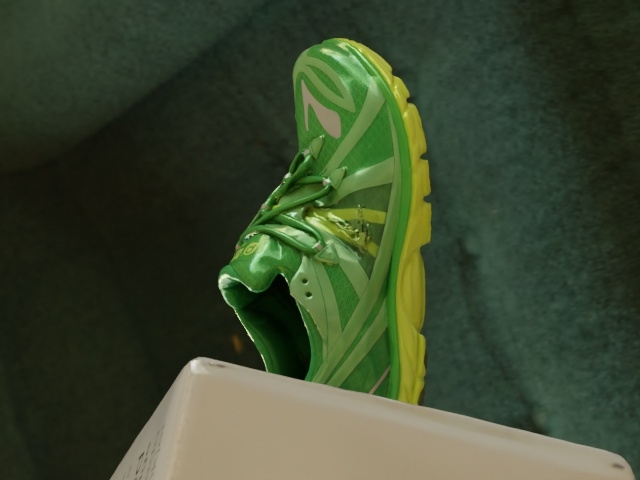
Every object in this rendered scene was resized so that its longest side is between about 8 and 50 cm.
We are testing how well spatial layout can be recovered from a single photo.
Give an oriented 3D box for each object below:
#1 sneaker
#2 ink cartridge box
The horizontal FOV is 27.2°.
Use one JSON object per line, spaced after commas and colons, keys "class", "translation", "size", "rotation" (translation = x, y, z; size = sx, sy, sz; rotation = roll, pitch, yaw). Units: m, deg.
{"class": "sneaker", "translation": [0.000, 0.000, 0.842], "size": [0.109, 0.124, 0.295], "rotation": [136, 136, -62]}
{"class": "ink cartridge box", "translation": [-0.044, 0.248, 0.547], "size": [0.395, 0.166, 0.285], "rotation": [127, 156, -63]}
